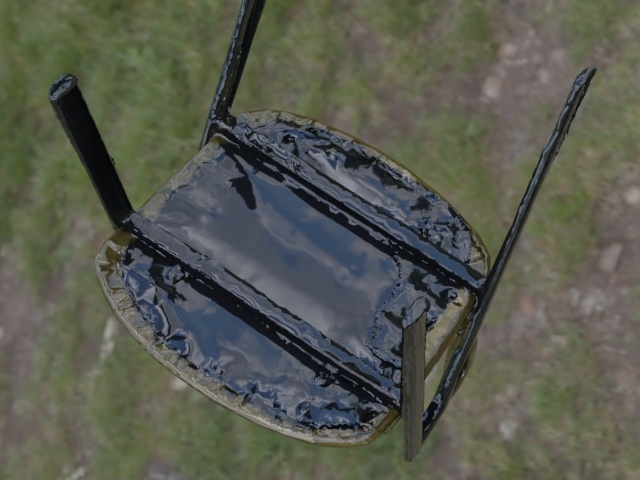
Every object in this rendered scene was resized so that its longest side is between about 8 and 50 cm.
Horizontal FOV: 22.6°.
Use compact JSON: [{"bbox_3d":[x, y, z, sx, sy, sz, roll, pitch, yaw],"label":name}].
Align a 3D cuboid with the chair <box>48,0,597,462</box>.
[{"bbox_3d":[0.000,0.000,0.688,0.158,0.172,0.247,33,148,14],"label":"chair"}]
